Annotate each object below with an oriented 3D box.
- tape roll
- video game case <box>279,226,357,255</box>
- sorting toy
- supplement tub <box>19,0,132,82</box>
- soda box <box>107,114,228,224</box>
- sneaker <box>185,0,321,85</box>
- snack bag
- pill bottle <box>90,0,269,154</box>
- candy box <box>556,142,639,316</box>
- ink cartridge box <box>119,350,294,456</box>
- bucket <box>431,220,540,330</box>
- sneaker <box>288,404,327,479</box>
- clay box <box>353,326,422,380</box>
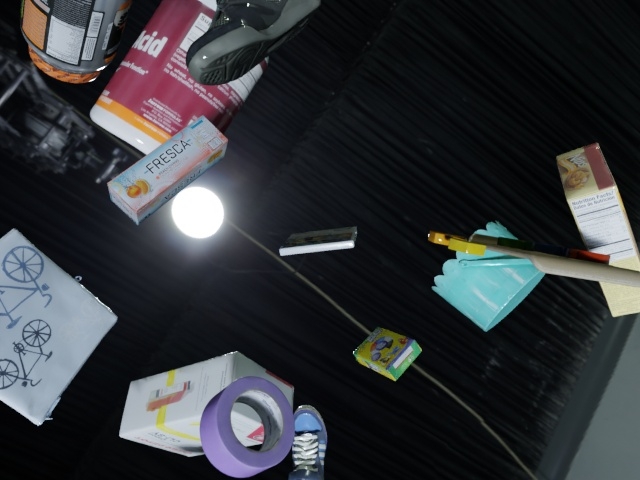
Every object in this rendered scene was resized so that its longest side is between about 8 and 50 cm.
[{"bbox_3d":[-0.153,0.393,0.994,0.080,0.189,0.189,-43,17,36],"label":"tape roll"},{"bbox_3d":[0.000,0.000,1.322,0.202,0.023,0.183,-6,13,9],"label":"video game case"},{"bbox_3d":[0.366,0.016,0.831,0.229,0.308,0.041,-133,53,-76],"label":"sorting toy"},{"bbox_3d":[-0.505,-0.492,0.970,0.316,0.194,0.193,-39,21,46],"label":"supplement tub"},{"bbox_3d":[-0.226,-0.108,0.705,0.183,0.058,0.063,-45,0,-26],"label":"soda box"},{"bbox_3d":[-0.106,-0.280,0.565,0.227,0.130,0.087,-52,11,-32],"label":"sneaker"},{"bbox_3d":[-0.663,0.186,1.057,0.037,0.342,0.323,-23,30,32],"label":"snack bag"},{"bbox_3d":[-0.243,-0.338,0.913,0.392,0.224,0.224,-58,13,-2],"label":"pill bottle"},{"bbox_3d":[0.588,-0.020,0.965,0.088,0.316,0.182,-20,27,30],"label":"candy box"},{"bbox_3d":[-0.310,0.472,1.306,0.385,0.279,0.160,-20,48,23],"label":"ink cartridge box"},{"bbox_3d":[0.469,0.101,1.288,0.281,0.183,0.281,-34,-28,-21],"label":"bucket"},{"bbox_3d":[-0.046,0.771,1.618,0.236,0.130,0.322,-59,-33,-82],"label":"sneaker"},{"bbox_3d":[0.196,0.345,1.462,0.127,0.053,0.222,-42,21,-20],"label":"clay box"}]
